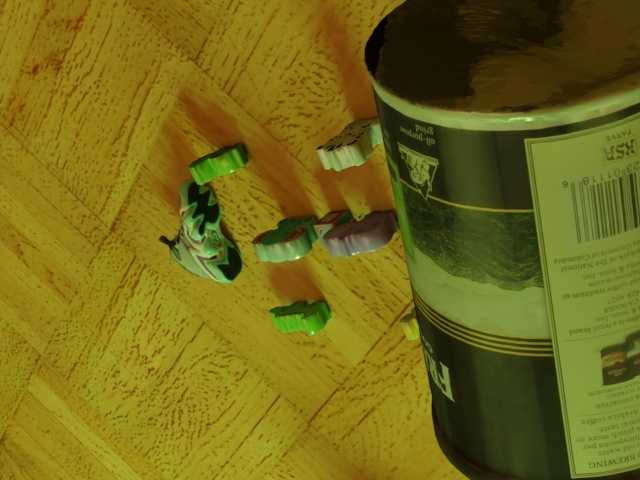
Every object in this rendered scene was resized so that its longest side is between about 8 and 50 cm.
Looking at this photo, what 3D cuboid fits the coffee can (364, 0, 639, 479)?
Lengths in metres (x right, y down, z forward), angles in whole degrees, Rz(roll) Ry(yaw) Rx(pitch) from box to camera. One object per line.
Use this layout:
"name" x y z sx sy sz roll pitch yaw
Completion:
"coffee can" 0.148 -0.008 1.011 0.201 0.201 0.275 13 129 36

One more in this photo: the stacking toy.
"stacking toy" 0.000 0.000 1.278 0.221 0.052 0.167 -6 117 47

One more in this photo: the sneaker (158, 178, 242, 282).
"sneaker" -0.112 -0.007 1.388 0.069 0.038 0.098 3 123 41
